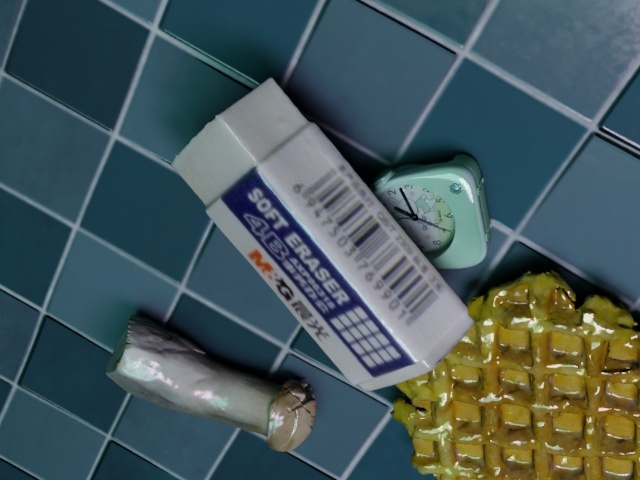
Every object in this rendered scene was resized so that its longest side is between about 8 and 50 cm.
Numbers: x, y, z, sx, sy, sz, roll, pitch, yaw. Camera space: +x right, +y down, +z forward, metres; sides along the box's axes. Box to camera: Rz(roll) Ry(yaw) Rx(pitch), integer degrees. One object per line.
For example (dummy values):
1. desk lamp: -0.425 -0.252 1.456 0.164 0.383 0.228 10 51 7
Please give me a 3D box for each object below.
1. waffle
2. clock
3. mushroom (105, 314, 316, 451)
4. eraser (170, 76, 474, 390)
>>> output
1. waffle: 0.229 0.176 1.055 0.325 0.068 0.302 39 124 -9
2. clock: 0.082 -0.025 0.997 0.135 0.041 0.101 -2 120 21
3. mushroom: -0.112 0.152 1.147 0.223 0.081 0.092 24 144 0
4. eraser: 0.000 0.000 0.975 0.279 0.081 0.124 50 149 -5
